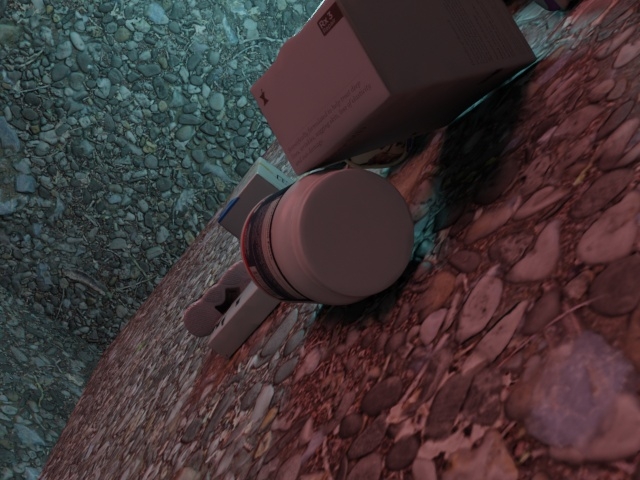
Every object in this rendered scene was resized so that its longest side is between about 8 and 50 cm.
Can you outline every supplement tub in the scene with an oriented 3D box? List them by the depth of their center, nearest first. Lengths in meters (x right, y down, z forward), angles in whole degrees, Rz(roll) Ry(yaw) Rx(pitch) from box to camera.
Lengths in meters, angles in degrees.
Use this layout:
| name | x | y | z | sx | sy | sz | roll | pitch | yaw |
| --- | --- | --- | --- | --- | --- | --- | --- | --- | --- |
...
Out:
| name | x | y | z | sx | sy | sz | roll | pitch | yaw |
| --- | --- | --- | --- | --- | --- | --- | --- | --- | --- |
| supplement tub | 0.000 | 0.000 | 0.904 | 0.191 | 0.191 | 0.272 | -56 | 15 | -17 |

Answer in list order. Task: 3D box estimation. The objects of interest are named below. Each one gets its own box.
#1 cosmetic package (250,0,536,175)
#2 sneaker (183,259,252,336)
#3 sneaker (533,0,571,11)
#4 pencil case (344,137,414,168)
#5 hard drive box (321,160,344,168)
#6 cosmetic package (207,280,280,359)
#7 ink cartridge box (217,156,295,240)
| name | x | y | z | sx | sy | sz | roll | pitch | yaw |
| --- | --- | --- | --- | --- | --- | --- | --- | --- | --- |
| cosmetic package | 0.116 | -0.246 | 0.888 | 0.385 | 0.156 | 0.217 | -26 | -5 | -40 |
| sneaker | -0.195 | 0.111 | 1.410 | 0.268 | 0.101 | 0.153 | -37 | 5 | 9 |
| sneaker | 0.326 | -0.516 | 0.952 | 0.152 | 0.305 | 0.114 | -41 | 7 | 18 |
| pencil case | 0.163 | -0.328 | 1.248 | 0.183 | 0.159 | 0.410 | -50 | 11 | 50 |
| hard drive box | -0.010 | -0.292 | 1.626 | 0.089 | 0.181 | 0.232 | -19 | 10 | -10 |
| cosmetic package | -0.140 | 0.132 | 1.276 | 0.239 | 0.060 | 0.099 | -48 | 16 | 15 |
| ink cartridge box | -0.153 | -0.094 | 1.637 | 0.171 | 0.168 | 0.233 | -49 | 14 | 12 |
